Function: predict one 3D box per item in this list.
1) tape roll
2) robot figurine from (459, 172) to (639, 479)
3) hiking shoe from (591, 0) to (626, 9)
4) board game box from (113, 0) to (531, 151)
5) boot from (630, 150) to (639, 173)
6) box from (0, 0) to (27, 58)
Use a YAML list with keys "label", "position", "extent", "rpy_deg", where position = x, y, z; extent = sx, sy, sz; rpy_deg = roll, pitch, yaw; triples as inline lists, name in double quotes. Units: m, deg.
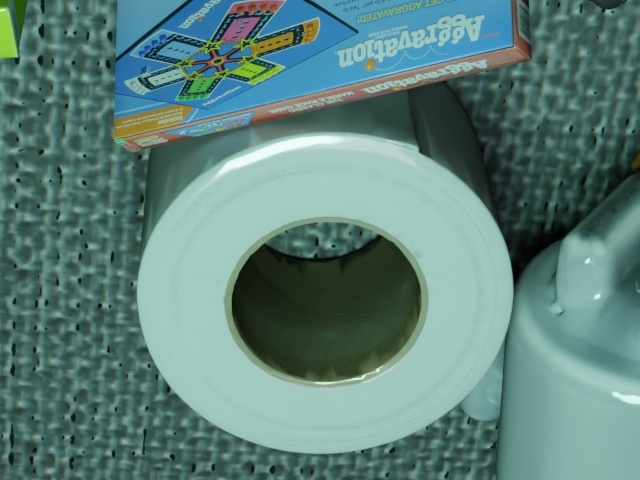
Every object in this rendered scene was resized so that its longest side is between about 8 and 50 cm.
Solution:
- label: "tape roll"
  position: [0.000, 0.000, 1.251]
  extent: [0.246, 0.169, 0.246]
  rpy_deg: [-1, 120, -2]
- label: "robot figurine"
  position: [0.228, 0.129, 1.305]
  extent: [0.300, 0.200, 0.353]
  rpy_deg: [27, 134, 30]
- label: "hiking shoe"
  position: [0.094, -0.197, 1.203]
  extent: [0.227, 0.086, 0.114]
  rpy_deg: [26, 124, -6]
- label: "board game box"
  position: [-0.006, -0.150, 1.135]
  extent: [0.281, 0.145, 0.027]
  rpy_deg: [-10, 158, 28]
- label: "boot"
  position: [0.268, -0.102, 1.264]
  extent: [0.197, 0.073, 0.152]
  rpy_deg: [40, 115, -19]
- label: "box"
  position: [-0.281, -0.150, 1.186]
  extent: [0.178, 0.109, 0.042]
  rpy_deg: [-5, 123, 0]
